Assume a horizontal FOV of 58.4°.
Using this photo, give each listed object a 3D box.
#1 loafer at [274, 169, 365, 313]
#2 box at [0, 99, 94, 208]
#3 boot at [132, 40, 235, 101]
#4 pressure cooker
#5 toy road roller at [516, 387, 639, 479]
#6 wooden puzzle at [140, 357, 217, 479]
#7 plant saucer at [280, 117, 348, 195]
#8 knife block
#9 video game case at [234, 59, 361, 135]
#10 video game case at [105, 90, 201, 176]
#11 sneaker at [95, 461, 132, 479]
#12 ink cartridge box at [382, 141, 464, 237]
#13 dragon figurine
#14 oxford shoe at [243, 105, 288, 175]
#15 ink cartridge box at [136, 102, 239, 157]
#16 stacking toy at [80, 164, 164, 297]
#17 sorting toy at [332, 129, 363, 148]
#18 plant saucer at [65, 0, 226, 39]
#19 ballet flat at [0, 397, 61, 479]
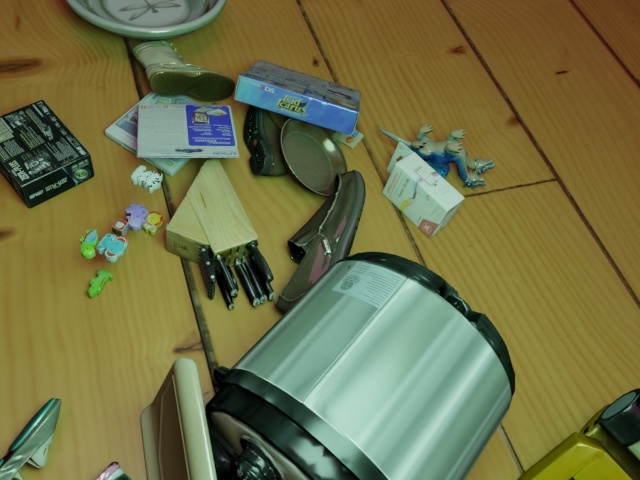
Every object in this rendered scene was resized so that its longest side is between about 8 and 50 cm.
[{"bbox_3d":[0.000,0.000,1.153,0.130,0.133,0.365,16,60,2],"label":"loafer"},{"bbox_3d":[-0.576,-0.178,1.162,0.147,0.077,0.180,-36,72,-30],"label":"box"},{"bbox_3d":[-0.324,-0.407,1.365,0.213,0.077,0.165,-4,43,-37],"label":"boot"},{"bbox_3d":[0.034,0.267,0.852,0.375,0.370,0.420,47,61,-3],"label":"pressure cooker"},{"bbox_3d":[0.521,0.420,1.020,0.329,0.240,0.202,-43,73,7],"label":"toy road roller"},{"bbox_3d":[-0.210,0.318,0.857,0.044,0.238,0.220,1,57,-33],"label":"wooden puzzle"},{"bbox_3d":[-0.021,-0.184,1.290,0.199,0.036,0.198,23,54,-35],"label":"plant saucer"},{"bbox_3d":[-0.172,-0.008,1.151,0.242,0.088,0.275,21,56,-1],"label":"knife block"},{"bbox_3d":[-0.042,-0.339,1.339,0.270,0.061,0.244,17,24,-2],"label":"video game case"},{"bbox_3d":[-0.348,-0.257,1.301,0.184,0.023,0.201,31,57,6],"label":"video game case"},{"bbox_3d":[-0.344,0.425,0.853,0.077,0.072,0.178,41,63,0],"label":"sneaker"},{"bbox_3d":[0.214,-0.115,1.295,0.067,0.115,0.198,-34,71,-29],"label":"ink cartridge box"},{"bbox_3d":[0.273,-0.200,1.380,0.289,0.144,0.085,8,57,14],"label":"dragon figurine"},{"bbox_3d":[-0.120,-0.236,1.322,0.096,0.083,0.227,6,57,-32],"label":"oxford shoe"},{"bbox_3d":[-0.286,-0.222,1.224,0.207,0.045,0.208,-2,43,-14],"label":"ink cartridge box"},{"bbox_3d":[-0.361,-0.013,1.060,0.052,0.167,0.221,25,55,2],"label":"stacking toy"},{"bbox_3d":[0.062,-0.251,1.403,0.062,0.012,0.083,34,57,8],"label":"sorting toy"},{"bbox_3d":[-0.439,-0.613,1.447,0.401,0.100,0.400,6,54,-9],"label":"plant saucer"},{"bbox_3d":[-0.466,0.345,0.882,0.068,0.072,0.213,48,57,-15],"label":"ballet flat"}]
